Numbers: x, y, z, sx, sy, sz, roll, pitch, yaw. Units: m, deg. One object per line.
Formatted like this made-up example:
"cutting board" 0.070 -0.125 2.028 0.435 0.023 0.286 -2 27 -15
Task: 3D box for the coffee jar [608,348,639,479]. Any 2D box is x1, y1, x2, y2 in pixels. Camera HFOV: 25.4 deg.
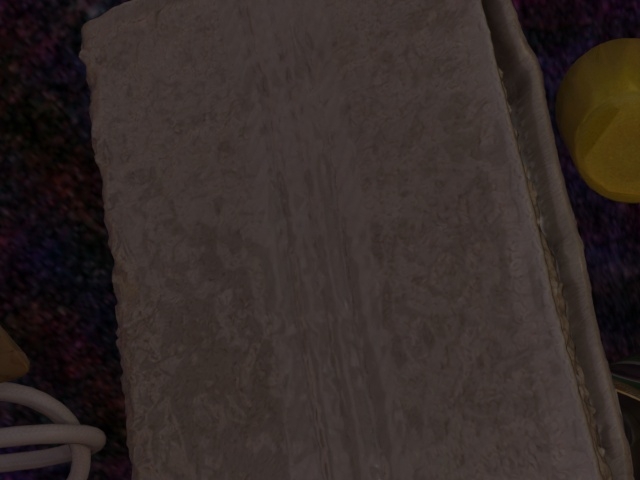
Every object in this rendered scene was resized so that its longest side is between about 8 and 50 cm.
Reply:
"coffee jar" 0.205 0.117 0.902 0.096 0.184 0.079 15 107 41

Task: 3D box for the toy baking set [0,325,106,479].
"toy baking set" -0.171 0.085 0.436 0.197 0.256 0.030 4 50 -13

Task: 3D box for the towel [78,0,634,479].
"towel" 0.000 0.000 0.535 0.187 0.049 0.282 -22 63 26

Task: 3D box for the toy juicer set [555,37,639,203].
"toy juicer set" 0.289 -0.040 0.637 0.329 0.089 0.209 32 115 -4
